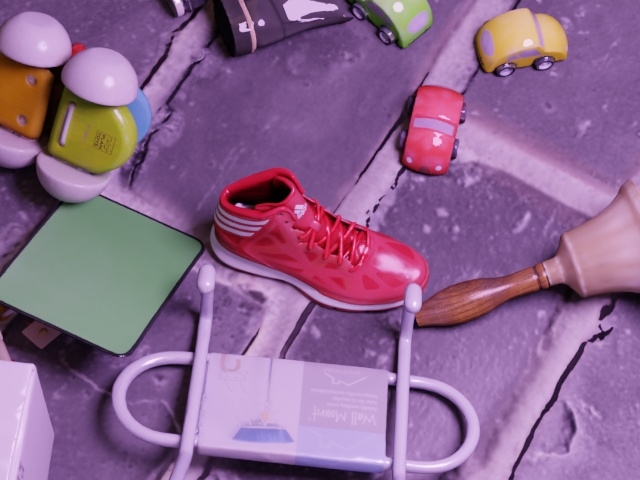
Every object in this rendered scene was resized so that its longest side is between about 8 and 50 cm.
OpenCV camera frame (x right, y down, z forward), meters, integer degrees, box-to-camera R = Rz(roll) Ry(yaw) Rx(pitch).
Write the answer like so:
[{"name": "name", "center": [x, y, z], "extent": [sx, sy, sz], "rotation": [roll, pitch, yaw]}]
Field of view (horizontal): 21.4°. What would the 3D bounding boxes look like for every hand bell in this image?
[{"name": "hand bell", "center": [0.207, 0.036, 1.661], "extent": [0.242, 0.126, 0.126], "rotation": [-18, 68, 2]}]

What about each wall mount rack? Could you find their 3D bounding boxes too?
[{"name": "wall mount rack", "center": [-0.022, 0.160, 1.533], "extent": [0.350, 0.130, 0.304], "rotation": [5, 45, -1]}]

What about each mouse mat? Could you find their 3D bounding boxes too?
[{"name": "mouse mat", "center": [-0.214, 0.027, 1.639], "extent": [0.153, 0.007, 0.189], "rotation": [24, 43, 7]}]

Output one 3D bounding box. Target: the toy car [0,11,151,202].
[{"name": "toy car", "center": [-0.248, -0.139, 1.691], "extent": [0.182, 0.159, 0.136], "rotation": [29, 29, 15]}]

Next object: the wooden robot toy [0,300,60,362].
[{"name": "wooden robot toy", "center": [-0.338, 0.091, 1.628], "extent": [0.173, 0.076, 0.079], "rotation": [-18, 34, -11]}]

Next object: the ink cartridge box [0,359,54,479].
[{"name": "ink cartridge box", "center": [-0.400, 0.177, 1.487], "extent": [0.306, 0.226, 0.131], "rotation": [7, 68, -1]}]

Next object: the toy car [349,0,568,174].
[{"name": "toy car", "center": [0.116, -0.212, 1.776], "extent": [0.225, 0.053, 0.239], "rotation": [43, 71, 14]}]

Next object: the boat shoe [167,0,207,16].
[{"name": "boat shoe", "center": [-0.159, -0.297, 1.803], "extent": [0.038, 0.046, 0.125], "rotation": [-22, 72, -12]}]

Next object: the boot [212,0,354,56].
[{"name": "boot", "center": [-0.058, -0.299, 1.803], "extent": [0.137, 0.077, 0.197], "rotation": [-15, 81, -14]}]

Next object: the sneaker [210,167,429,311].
[{"name": "sneaker", "center": [0.000, 0.000, 1.637], "extent": [0.221, 0.128, 0.087], "rotation": [10, 66, 2]}]
